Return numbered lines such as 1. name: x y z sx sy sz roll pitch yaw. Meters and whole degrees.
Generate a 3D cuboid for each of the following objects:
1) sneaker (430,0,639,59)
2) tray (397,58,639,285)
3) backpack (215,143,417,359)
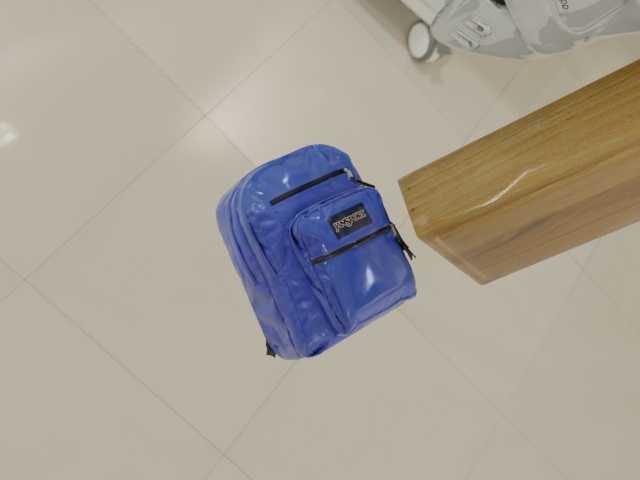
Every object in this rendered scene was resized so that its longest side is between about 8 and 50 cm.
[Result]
1. sneaker: 0.137 -0.226 0.410 0.366 0.210 0.137 20 72 -43
2. tray: 0.303 -0.083 0.607 0.203 0.411 0.076 30 41 -55
3. backpack: 0.000 0.000 0.403 0.098 0.101 0.120 -26 90 -33
